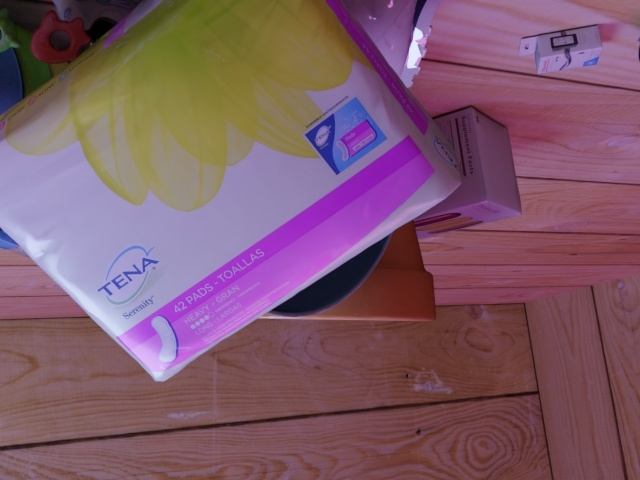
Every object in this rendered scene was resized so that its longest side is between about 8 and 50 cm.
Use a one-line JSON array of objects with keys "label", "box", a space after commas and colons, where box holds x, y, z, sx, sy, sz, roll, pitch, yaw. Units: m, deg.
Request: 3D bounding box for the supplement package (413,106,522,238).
[{"label": "supplement package", "box": [0.145, -0.082, 1.194, 0.244, 0.134, 0.139, -14, 166, 32]}]

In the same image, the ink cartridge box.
[{"label": "ink cartridge box", "box": [0.266, -0.210, 0.919, 0.083, 0.028, 0.048, -8, 167, 9]}]

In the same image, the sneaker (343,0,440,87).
[{"label": "sneaker", "box": [0.045, -0.201, 0.710, 0.094, 0.090, 0.235, -8, 154, -10]}]

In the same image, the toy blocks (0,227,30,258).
[{"label": "toy blocks", "box": [-0.323, -0.018, 1.189, 0.381, 0.191, 0.261, -6, 154, 46]}]

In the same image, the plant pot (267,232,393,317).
[{"label": "plant pot", "box": [-0.079, -0.078, 0.841, 0.195, 0.290, 0.290, 5, 179, 45]}]

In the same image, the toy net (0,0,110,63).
[{"label": "toy net", "box": [-0.152, -0.190, 0.599, 0.232, 0.122, 0.045, -4, -161, -10]}]

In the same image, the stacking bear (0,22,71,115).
[{"label": "stacking bear", "box": [-0.288, -0.121, 0.759, 0.175, 0.164, 0.289, -16, 175, 29]}]

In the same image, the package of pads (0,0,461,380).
[{"label": "package of pads", "box": [-0.084, -0.059, 0.603, 0.296, 0.229, 0.101, -34, -160, 16]}]

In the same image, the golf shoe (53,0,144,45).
[{"label": "golf shoe", "box": [-0.169, -0.181, 0.707, 0.069, 0.086, 0.176, -13, 167, 23]}]

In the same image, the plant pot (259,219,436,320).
[{"label": "plant pot", "box": [0.000, 0.000, 1.052, 0.290, 0.204, 0.291, 0, 175, 0]}]

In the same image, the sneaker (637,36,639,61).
[{"label": "sneaker", "box": [0.455, -0.204, 0.930, 0.282, 0.153, 0.099, -36, -173, -41]}]
